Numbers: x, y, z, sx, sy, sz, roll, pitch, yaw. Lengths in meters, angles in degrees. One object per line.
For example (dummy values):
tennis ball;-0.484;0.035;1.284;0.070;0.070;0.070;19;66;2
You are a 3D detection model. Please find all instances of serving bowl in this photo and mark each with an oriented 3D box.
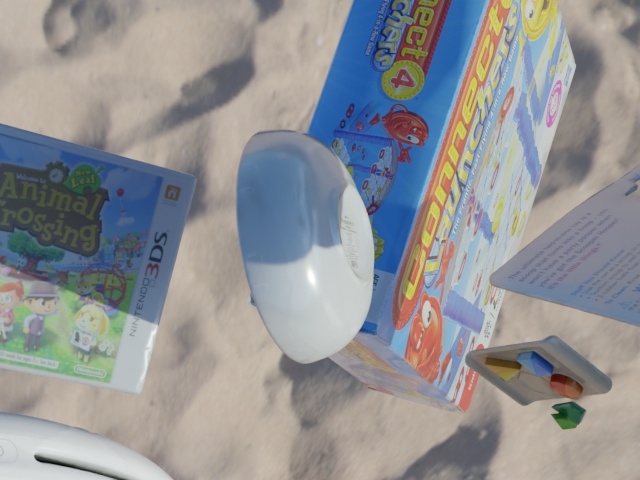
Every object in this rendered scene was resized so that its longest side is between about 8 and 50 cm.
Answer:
serving bowl;0.000;0.000;0.492;0.027;0.083;0.083;-10;66;20

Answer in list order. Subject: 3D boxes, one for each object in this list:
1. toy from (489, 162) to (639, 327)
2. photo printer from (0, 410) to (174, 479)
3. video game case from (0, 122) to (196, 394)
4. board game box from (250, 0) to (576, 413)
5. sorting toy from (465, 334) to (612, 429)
toy;0.180;0.020;0.371;0.137;0.237;0.056;-35;121;-32
photo printer;-0.275;0.234;1.080;0.307;0.256;0.107;-30;55;25
video game case;-0.224;0.014;1.160;0.212;0.023;0.193;15;90;-24
board game box;0.082;-0.054;1.001;0.086;0.302;0.308;15;80;20
sorting toy;0.126;0.080;0.770;0.083;0.062;0.012;37;54;-30
